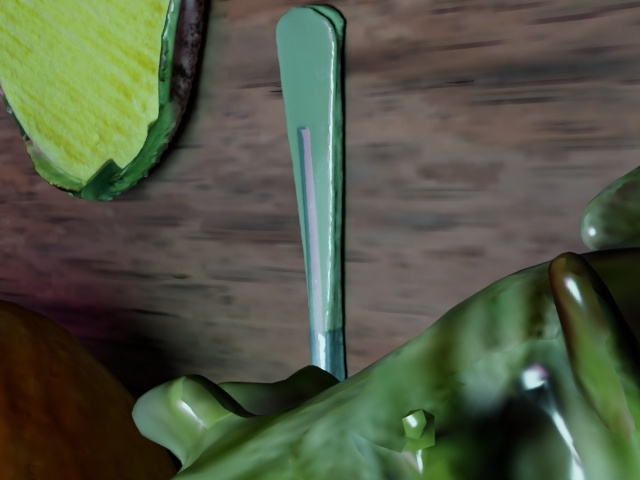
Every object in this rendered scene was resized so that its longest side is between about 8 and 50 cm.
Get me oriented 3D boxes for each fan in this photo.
[{"bbox_3d":[0.000,0.000,0.808,0.038,0.016,0.193,4,99,55],"label":"fan"}]

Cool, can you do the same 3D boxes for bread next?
[{"bbox_3d":[-0.114,-0.133,0.946,0.228,0.034,0.228,22,116,55],"label":"bread"}]

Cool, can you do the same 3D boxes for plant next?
[{"bbox_3d":[0.098,0.144,0.524,0.180,0.251,0.333,-36,74,20],"label":"plant"}]

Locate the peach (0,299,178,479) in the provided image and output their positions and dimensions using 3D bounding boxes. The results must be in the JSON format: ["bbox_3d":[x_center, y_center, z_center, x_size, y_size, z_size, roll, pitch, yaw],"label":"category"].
[{"bbox_3d":[-0.193,0.196,0.885,0.372,0.290,0.372,174,90,-76],"label":"peach"}]
